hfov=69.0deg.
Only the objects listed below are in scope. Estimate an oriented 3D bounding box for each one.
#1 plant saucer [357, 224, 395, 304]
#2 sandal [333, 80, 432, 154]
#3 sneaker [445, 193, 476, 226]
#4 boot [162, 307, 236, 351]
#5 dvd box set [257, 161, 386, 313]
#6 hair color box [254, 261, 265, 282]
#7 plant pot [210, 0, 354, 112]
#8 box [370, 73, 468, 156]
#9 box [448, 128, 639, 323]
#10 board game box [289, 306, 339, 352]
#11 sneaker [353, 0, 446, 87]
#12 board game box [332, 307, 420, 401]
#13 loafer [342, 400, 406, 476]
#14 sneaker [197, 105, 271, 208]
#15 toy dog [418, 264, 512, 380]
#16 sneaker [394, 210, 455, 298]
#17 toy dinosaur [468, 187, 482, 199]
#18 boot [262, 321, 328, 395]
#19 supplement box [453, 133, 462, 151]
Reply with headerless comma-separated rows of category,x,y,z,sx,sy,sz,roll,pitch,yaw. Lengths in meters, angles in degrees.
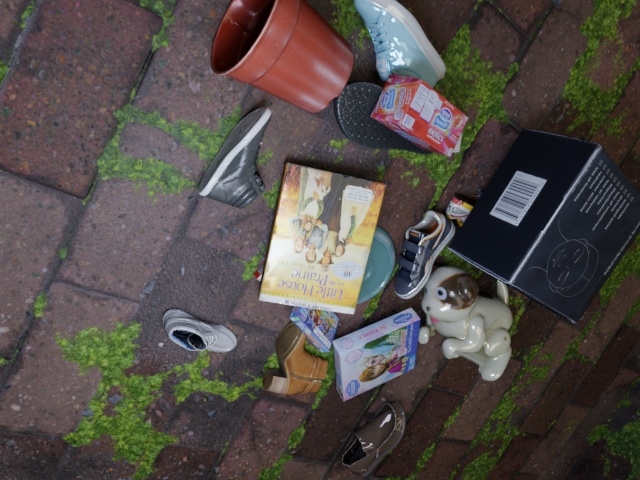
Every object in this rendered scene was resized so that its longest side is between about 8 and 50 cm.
plant saucer,0.125,0.092,1.579,0.318,0.044,0.317,-9,115,-20
sandal,0.193,-0.349,1.389,0.446,0.107,0.167,8,108,-40
sneaker,0.536,-0.089,1.668,0.226,0.088,0.092,20,115,-25
boot,-0.356,0.301,1.407,0.258,0.123,0.095,31,97,-32
dvd box set,0.000,0.000,1.400,0.308,0.062,0.419,11,101,-12
hair color box,-0.135,0.128,1.476,0.072,0.043,0.141,-46,121,0
plant pot,-0.079,-0.460,1.127,0.265,0.272,0.272,22,102,-39
box,0.281,-0.344,1.300,0.257,0.123,0.128,17,101,-43
box,0.778,-0.038,1.572,0.472,0.297,0.479,26,98,-34
board game box,-0.016,0.259,1.544,0.035,0.136,0.201,-13,128,33
sneaker,0.202,-0.524,1.283,0.366,0.135,0.150,34,93,-31
board game box,0.205,0.422,1.703,0.318,0.065,0.318,-20,134,-15
loafer,0.212,0.806,1.883,0.130,0.134,0.365,24,101,-31
sneaker,-0.193,-0.215,1.267,0.147,0.104,0.295,31,104,-33
toy dog,0.533,0.260,1.702,0.395,0.284,0.408,-48,121,-1
sneaker,0.330,0.041,1.601,0.128,0.126,0.320,34,85,-36
toy dinosaur,0.588,-0.156,1.690,0.090,0.047,0.082,-17,134,21
boot,-0.052,0.413,1.608,0.220,0.109,0.283,17,97,-35
supplement box,0.424,-0.340,1.507,0.036,0.062,0.098,-8,116,-23
